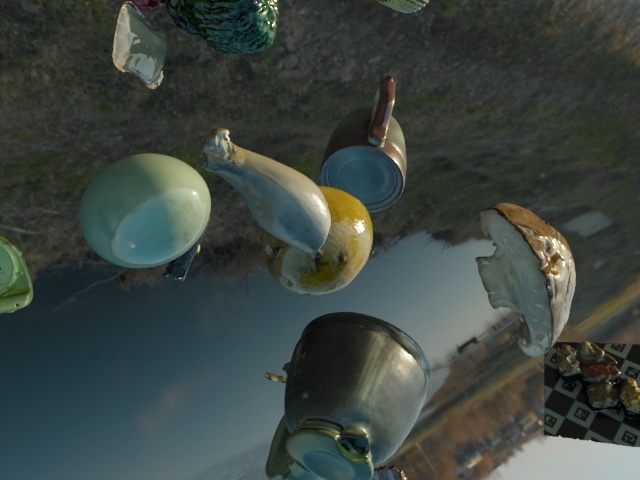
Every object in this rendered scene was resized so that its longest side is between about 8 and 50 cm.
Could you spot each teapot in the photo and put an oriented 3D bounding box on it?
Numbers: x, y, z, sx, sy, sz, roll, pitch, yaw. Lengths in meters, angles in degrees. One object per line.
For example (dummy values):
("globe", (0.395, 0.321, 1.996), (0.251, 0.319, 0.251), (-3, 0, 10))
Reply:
("teapot", (0.142, -0.292, 1.683), (0.233, 0.312, 0.314), (16, 135, -5))
("teapot", (0.008, 0.281, 1.005), (0.322, 0.239, 0.239), (-11, -148, 32))

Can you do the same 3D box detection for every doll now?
("doll", (-0.044, 0.454, 1.822), (0.203, 0.286, 0.091), (-15, 116, -25))

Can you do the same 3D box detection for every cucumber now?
("cucumber", (-0.377, 0.011, 1.696), (0.067, 0.067, 0.245), (4, 118, -57))

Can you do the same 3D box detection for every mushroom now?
("mushroom", (0.397, 0.058, 1.097), (0.151, 0.285, 0.156), (-17, 180, -30))
("mushroom", (-0.081, -0.072, 0.874), (0.116, 0.225, 0.093), (-27, -146, 44))

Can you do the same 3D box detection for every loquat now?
("loquat", (0.000, 0.000, 1.248), (0.244, 0.243, 0.244), (-29, 158, -13))

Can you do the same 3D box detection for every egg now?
("egg", (-0.432, -0.071, 1.468), (0.389, 0.275, 0.276), (-12, 177, 40))

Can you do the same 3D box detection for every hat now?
("hat", (-0.259, -0.534, 1.272), (0.333, 0.274, 0.242), (1, 171, 11))

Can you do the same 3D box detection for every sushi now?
("sushi", (0.716, 0.368, 1.503), (0.294, 0.292, 0.059), (0, 140, 18))

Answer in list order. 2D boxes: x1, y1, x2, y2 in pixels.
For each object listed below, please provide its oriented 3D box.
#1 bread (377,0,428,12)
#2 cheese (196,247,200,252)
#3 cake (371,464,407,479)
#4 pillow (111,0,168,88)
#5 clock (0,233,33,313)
("bread", (0.217, -0.772, 1.695), (0.156, 0.288, 0.204), (4, 119, -38))
("cheese", (-0.400, 0.021, 1.792), (0.083, 0.044, 0.030), (-9, -155, 20))
("cake", (0.230, 0.823, 1.815), (0.116, 0.295, 0.113), (-13, -169, 27))
("pillow", (-0.359, -0.386, 1.200), (0.233, 0.038, 0.130), (-18, 125, -82))
("clock", (-0.748, 0.053, 1.319), (0.170, 0.231, 0.069), (-12, -177, -14))
